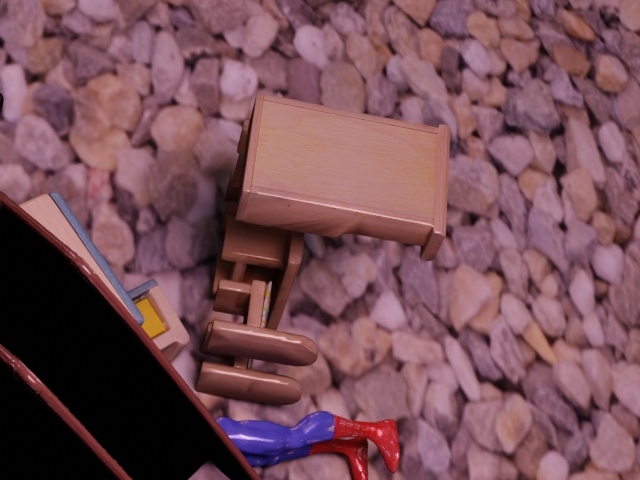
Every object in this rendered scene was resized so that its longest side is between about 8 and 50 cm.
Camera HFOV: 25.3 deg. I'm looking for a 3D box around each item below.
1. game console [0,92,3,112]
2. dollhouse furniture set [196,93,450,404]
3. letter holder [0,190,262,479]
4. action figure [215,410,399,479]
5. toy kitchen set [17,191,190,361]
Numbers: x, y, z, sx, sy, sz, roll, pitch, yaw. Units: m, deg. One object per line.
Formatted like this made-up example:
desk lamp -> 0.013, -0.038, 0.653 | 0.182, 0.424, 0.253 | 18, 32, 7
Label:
game console -> -0.407, -0.203, 1.184 | 0.293, 0.250, 0.173 | 13, 84, -20
dollhouse furniture set -> 0.000, 0.000, 1.215 | 0.161, 0.242, 0.212 | 10, 57, -7
letter holder -> -0.132, 0.149, 0.897 | 0.152, 0.302, 0.214 | -45, 44, -15
action figure -> -0.074, 0.198, 1.164 | 0.280, 0.091, 0.139 | 12, 59, -23
toy kitchen set -> -0.172, 0.040, 1.131 | 0.166, 0.207, 0.122 | -30, 79, -36
